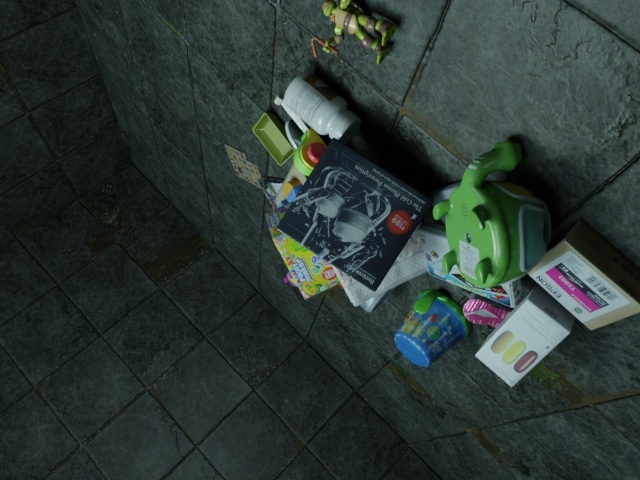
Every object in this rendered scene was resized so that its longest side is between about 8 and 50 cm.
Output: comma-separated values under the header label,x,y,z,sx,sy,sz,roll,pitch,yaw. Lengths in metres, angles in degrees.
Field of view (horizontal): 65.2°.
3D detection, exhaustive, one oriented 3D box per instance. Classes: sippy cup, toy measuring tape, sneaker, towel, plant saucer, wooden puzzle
label,x,y,z,sx,sy,sz,roll,pitch,yaw
sippy cup,0.403,0.340,1.867,0.306,0.224,0.240,54,156,-10
toy measuring tape,-0.066,-0.315,1.613,0.330,0.121,0.121,52,157,-3
sneaker,0.010,-0.320,1.712,0.296,0.104,0.147,47,156,-10
towel,0.197,0.042,1.670,0.053,0.331,0.317,-112,-4,-58
plant saucer,-0.172,-0.403,1.965,0.188,0.045,0.188,52,156,-7
sneaker,0.576,0.233,1.574,0.252,0.111,0.103,28,116,6
wooden puzzle,-0.089,-0.110,2.024,0.348,0.080,0.322,65,152,15

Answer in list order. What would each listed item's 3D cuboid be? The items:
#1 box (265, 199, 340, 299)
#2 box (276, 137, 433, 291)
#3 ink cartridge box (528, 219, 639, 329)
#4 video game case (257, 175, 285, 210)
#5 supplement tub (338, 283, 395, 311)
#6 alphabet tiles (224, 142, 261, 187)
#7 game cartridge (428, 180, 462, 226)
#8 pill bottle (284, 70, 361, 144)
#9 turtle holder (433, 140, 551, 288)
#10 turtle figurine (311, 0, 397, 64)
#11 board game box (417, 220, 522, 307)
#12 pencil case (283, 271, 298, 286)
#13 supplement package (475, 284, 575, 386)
label,x,y,z,sx,sy,sz,roll,pitch,yaw
box,0.000,0.000,1.739,0.177,0.279,0.290,-114,-1,-55
box,0.099,-0.073,1.489,0.343,0.313,0.179,32,-177,2
ink cartridge box,0.650,0.090,1.224,0.234,0.088,0.193,43,155,11
video game case,-0.174,-0.184,2.304,0.210,0.042,0.232,14,139,51
supplement tub,0.146,0.121,2.021,0.316,0.193,0.194,42,156,16
alphabet tiles,-0.366,-0.356,2.425,0.237,0.009,0.198,30,150,36
game cartridge,0.450,-0.039,1.423,0.294,0.060,0.196,53,160,-11
pill bottle,0.010,-0.402,1.539,0.229,0.131,0.131,43,156,13
turtle holder,0.423,-0.053,1.226,0.243,0.227,0.321,128,128,-73
turtle figurine,0.081,-0.541,1.262,0.217,0.087,0.270,37,146,9
board game box,0.436,0.066,1.476,0.305,0.053,0.193,23,145,45
pencil case,-0.071,0.110,2.329,0.104,0.236,0.104,23,144,19
supplement package,0.582,0.272,1.426,0.139,0.133,0.244,40,122,18
